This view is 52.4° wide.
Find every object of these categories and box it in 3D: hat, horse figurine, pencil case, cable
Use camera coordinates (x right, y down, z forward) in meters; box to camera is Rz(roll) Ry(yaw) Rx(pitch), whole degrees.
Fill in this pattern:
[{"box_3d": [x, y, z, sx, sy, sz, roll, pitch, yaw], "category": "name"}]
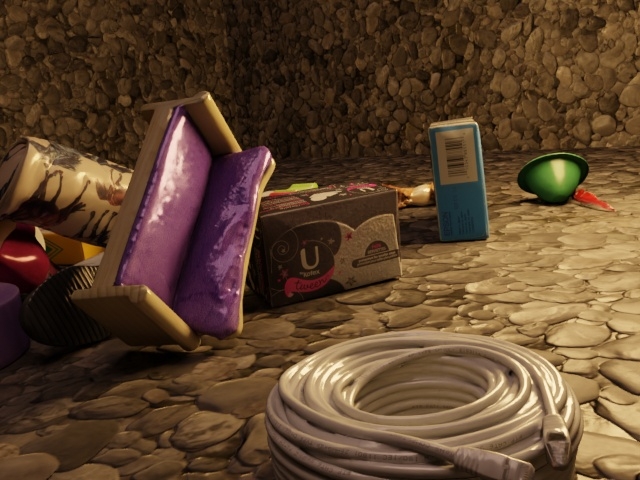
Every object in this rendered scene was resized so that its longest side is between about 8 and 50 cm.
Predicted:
[{"box_3d": [0.585, -0.097, 1.596, 0.173, 0.183, 0.208, 1, -29, 3], "category": "hat"}, {"box_3d": [0.282, -0.121, 1.768, 0.263, 0.066, 0.174, -6, 18, 11], "category": "horse figurine"}, {"box_3d": [-0.409, -0.056, 1.219, 0.410, 0.183, 0.160, 21, 16, -41], "category": "pencil case"}, {"box_3d": [0.084, 0.152, 0.549, 0.257, 0.089, 0.257, -1, 12, 25], "category": "cable"}]

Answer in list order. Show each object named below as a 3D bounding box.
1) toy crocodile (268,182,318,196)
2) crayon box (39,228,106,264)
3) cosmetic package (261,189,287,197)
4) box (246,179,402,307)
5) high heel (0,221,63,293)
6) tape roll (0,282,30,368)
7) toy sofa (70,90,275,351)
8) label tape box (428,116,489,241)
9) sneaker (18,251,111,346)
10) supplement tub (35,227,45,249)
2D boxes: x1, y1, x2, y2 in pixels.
[{"box_3d": [-0.113, -0.022, 1.291, 0.115, 0.105, 0.340, 4, 39, 38], "category": "toy crocodile"}, {"box_3d": [-0.611, -0.002, 1.639, 0.323, 0.083, 0.203, -2, 13, 25], "category": "crayon box"}, {"box_3d": [-0.128, -0.040, 1.482, 0.085, 0.117, 0.231, -1, 12, 19], "category": "cosmetic package"}, {"box_3d": [0.000, 0.000, 1.117, 0.247, 0.163, 0.142, -12, 16, -21], "category": "box"}, {"box_3d": [-0.616, -0.017, 1.216, 0.377, 0.127, 0.181, 27, -15, 30], "category": "high heel"}, {"box_3d": [-0.575, 0.141, 0.941, 0.275, 0.090, 0.275, -7, 13, 2], "category": "tape roll"}, {"box_3d": [-0.193, -0.035, 0.937, 0.177, 0.150, 0.362, -4, 55, 19], "category": "toy sofa"}, {"box_3d": [0.309, -0.149, 1.471, 0.106, 0.240, 0.333, -6, 11, 12], "category": "label tape box"}, {"box_3d": [-0.381, 0.094, 1.050, 0.146, 0.122, 0.330, -21, 7, 21], "category": "sneaker"}, {"box_3d": [-0.729, 0.024, 1.428, 0.200, 0.144, 0.144, -2, 13, 19], "category": "supplement tub"}]
